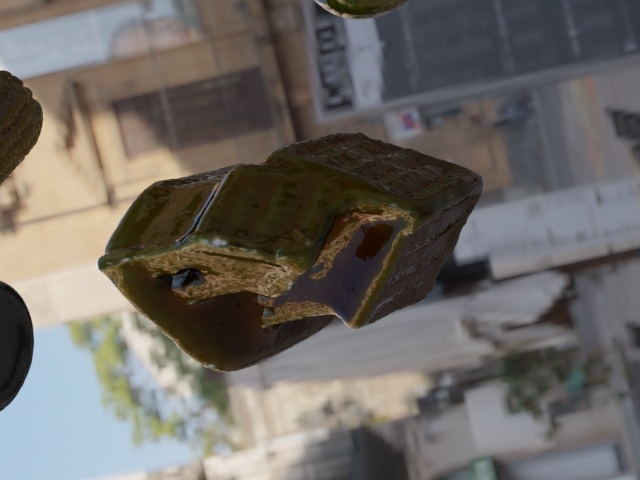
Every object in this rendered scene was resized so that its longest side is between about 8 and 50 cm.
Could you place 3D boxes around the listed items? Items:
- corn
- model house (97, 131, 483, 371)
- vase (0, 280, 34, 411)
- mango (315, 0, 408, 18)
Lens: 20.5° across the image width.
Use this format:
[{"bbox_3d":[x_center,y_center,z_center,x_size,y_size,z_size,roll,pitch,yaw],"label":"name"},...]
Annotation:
[{"bbox_3d":[-0.234,-0.043,1.103,0.207,0.068,0.068,-60,-39,-51],"label":"corn"},{"bbox_3d":[-0.004,0.007,1.407,0.268,0.239,0.173,-24,-80,-56],"label":"model house"},{"bbox_3d":[-0.366,0.080,1.352,0.156,0.301,0.251,59,-134,-40],"label":"vase"},{"bbox_3d":[0.042,-0.269,1.375,0.120,0.151,0.221,-39,50,56],"label":"mango"}]
